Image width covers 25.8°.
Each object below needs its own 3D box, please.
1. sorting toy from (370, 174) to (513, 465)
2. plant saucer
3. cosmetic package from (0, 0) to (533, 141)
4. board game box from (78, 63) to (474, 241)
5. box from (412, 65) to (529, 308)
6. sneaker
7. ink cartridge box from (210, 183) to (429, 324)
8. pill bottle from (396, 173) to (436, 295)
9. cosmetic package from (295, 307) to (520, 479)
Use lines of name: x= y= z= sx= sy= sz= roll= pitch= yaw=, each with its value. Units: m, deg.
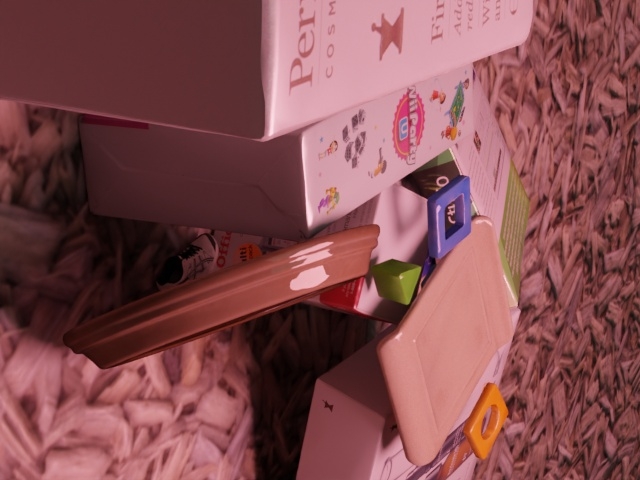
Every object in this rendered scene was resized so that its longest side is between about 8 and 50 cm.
sorting toy: x=0.117 y=0.097 z=1.376 sx=0.196 sy=0.047 sz=0.347 roll=-49 pitch=139 yaw=-34
plant saucer: x=-0.076 y=0.050 z=1.159 sx=0.278 sy=0.278 sz=0.041 roll=-14 pitch=83 yaw=-59
cosmetic package: x=-0.065 y=-0.284 z=0.992 sx=0.394 sy=0.327 sz=0.329 roll=-28 pitch=124 yaw=-53
board game box: x=-0.028 y=-0.103 z=1.228 sx=0.303 sy=0.224 sz=0.097 roll=-34 pitch=125 yaw=-52
box: x=0.149 y=-0.109 z=1.551 sx=0.322 sy=0.058 sz=0.232 roll=63 pitch=23 yaw=-24
sneaker: x=-0.123 y=0.022 z=1.299 sx=0.083 sy=0.032 sz=0.037 roll=-61 pitch=147 yaw=-30
ink cartridge box: x=0.000 y=0.000 z=1.364 sx=0.127 sy=0.176 sz=0.128 roll=20 pitch=82 yaw=-59
pill bottle: x=0.064 y=-0.025 z=1.534 sx=0.112 sy=0.112 sz=0.186 roll=-50 pitch=140 yaw=-41
cosmetic package: x=0.080 y=0.262 z=1.575 sx=0.284 sy=0.097 sz=0.377 roll=-29 pitch=139 yaw=-46
